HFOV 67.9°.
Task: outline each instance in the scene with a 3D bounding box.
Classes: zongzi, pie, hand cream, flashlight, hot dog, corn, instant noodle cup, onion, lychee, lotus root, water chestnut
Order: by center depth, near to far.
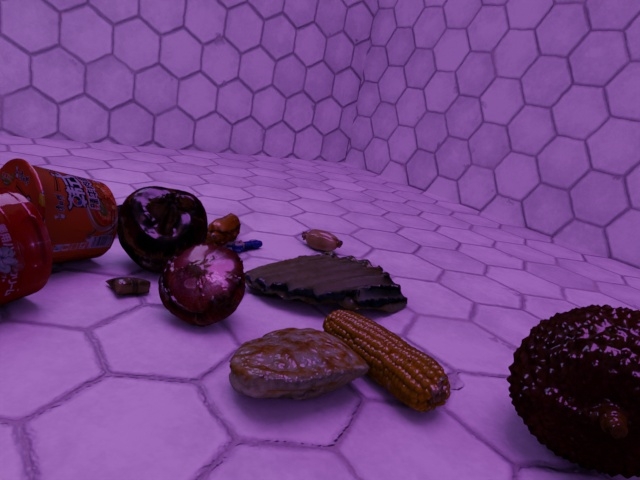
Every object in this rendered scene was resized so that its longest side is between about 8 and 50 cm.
[{"bbox_3d":[0.452,0.231,0.769,0.276,0.275,0.304,18,12,21],"label":"lychee"},{"bbox_3d":[-0.042,0.216,0.825,0.248,0.089,0.201,-2,10,-36],"label":"pie"},{"bbox_3d":[-0.629,0.019,0.870,0.231,0.230,0.149,18,19,22],"label":"hand cream"},{"bbox_3d":[0.116,0.214,0.906,0.102,0.101,0.313,-2,20,-35],"label":"corn"},{"bbox_3d":[-0.242,0.098,1.004,0.184,0.183,0.147,13,-25,6],"label":"onion"},{"bbox_3d":[-0.428,0.099,1.061,0.076,0.039,0.083,4,0,-42],"label":"zongzi"},{"bbox_3d":[-0.612,-0.051,1.102,0.251,0.250,0.192,22,10,31],"label":"instant noodle cup"},{"bbox_3d":[-0.392,-0.037,1.182,0.224,0.238,0.223,10,61,-18],"label":"water chestnut"},{"bbox_3d":[-0.290,-0.023,1.427,0.076,0.102,0.249,40,9,-3],"label":"hot dog"},{"bbox_3d":[-0.225,0.013,1.442,0.057,0.035,0.121,20,19,36],"label":"flashlight"},{"bbox_3d":[0.000,0.000,1.577,0.151,0.062,0.073,15,40,19],"label":"lotus root"}]

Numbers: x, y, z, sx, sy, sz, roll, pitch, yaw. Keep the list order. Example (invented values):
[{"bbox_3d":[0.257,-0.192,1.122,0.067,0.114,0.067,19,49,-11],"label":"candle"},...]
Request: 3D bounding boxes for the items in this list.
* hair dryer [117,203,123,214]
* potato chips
[{"bbox_3d":[-0.674,-0.069,1.395,0.219,0.071,0.124,7,17,11],"label":"hair dryer"},{"bbox_3d":[0.019,0.106,1.255,0.430,0.069,0.359,-5,20,-44],"label":"potato chips"}]
